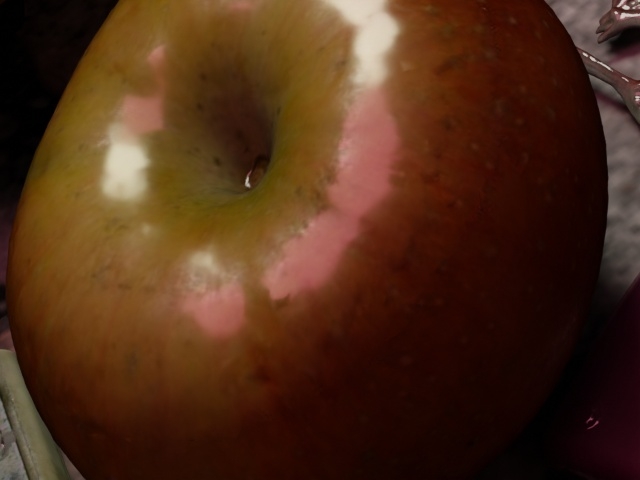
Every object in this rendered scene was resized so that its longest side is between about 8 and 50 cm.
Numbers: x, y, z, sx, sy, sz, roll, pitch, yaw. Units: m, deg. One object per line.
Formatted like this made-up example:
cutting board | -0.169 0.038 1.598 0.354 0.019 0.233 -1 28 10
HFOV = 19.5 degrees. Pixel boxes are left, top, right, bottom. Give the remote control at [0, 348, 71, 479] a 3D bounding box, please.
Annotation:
remote control | -0.126 0.141 0.700 0.098 0.038 0.233 -31 43 1

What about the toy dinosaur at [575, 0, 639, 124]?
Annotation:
toy dinosaur | 0.160 -0.075 0.730 0.108 0.032 0.220 -33 34 6

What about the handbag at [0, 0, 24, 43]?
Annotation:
handbag | -0.346 -0.110 0.970 0.342 0.152 0.288 -39 36 -18

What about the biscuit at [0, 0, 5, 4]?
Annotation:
biscuit | -0.231 -0.186 0.851 0.277 0.052 0.262 32 62 28

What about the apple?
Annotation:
apple | 0.000 0.000 0.660 0.210 0.173 0.235 28 79 38

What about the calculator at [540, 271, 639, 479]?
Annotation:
calculator | 0.171 0.052 0.613 0.190 0.034 0.126 19 65 40
